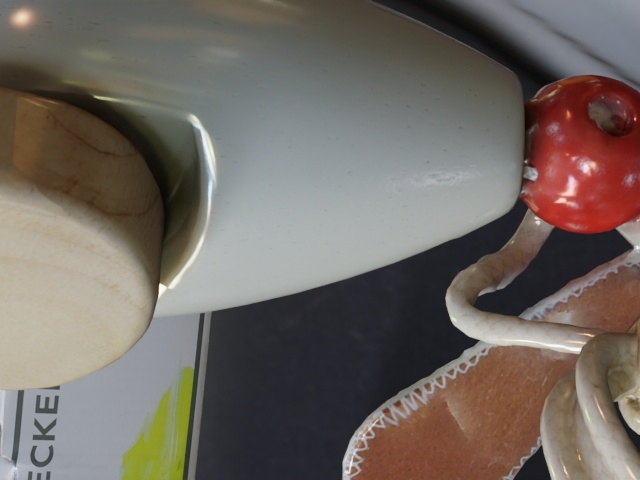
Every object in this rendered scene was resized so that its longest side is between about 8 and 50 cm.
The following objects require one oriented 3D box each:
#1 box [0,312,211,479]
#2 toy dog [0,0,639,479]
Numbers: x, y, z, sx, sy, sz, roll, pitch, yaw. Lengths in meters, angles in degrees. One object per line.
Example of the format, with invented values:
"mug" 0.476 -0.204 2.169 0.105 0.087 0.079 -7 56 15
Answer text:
"box" -0.164 0.082 0.725 0.290 0.087 0.169 2 86 54
"toy dog" 0.000 0.000 0.500 0.161 0.334 0.220 -58 6 50
